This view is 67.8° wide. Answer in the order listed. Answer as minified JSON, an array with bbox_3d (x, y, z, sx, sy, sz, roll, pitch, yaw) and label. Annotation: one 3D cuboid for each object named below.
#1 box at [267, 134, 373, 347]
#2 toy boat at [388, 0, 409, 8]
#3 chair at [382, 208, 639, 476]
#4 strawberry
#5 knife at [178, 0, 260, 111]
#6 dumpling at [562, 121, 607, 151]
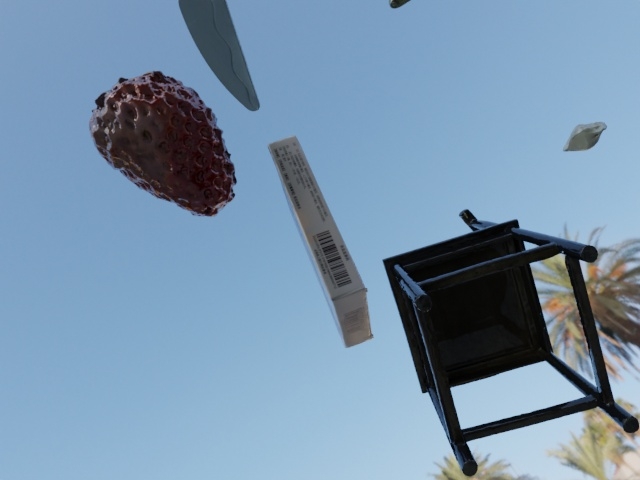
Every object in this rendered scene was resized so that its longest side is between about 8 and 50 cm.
[{"bbox_3d":[0.000,0.000,0.883,0.069,0.353,0.214,-19,-33,-3],"label":"box"},{"bbox_3d":[0.233,-0.590,1.065,0.185,0.089,0.071,-23,-31,13],"label":"toy boat"},{"bbox_3d":[0.146,0.064,0.449,0.141,0.260,0.155,-16,-84,3],"label":"chair"},{"bbox_3d":[-0.330,-0.183,1.008,0.265,0.149,0.336,-37,-79,22],"label":"strawberry"},{"bbox_3d":[-0.113,-0.239,0.470,0.063,0.035,0.260,1,-42,9],"label":"knife"},{"bbox_3d":[0.525,-0.206,0.947,0.057,0.052,0.076,-38,-27,-36],"label":"dumpling"}]
